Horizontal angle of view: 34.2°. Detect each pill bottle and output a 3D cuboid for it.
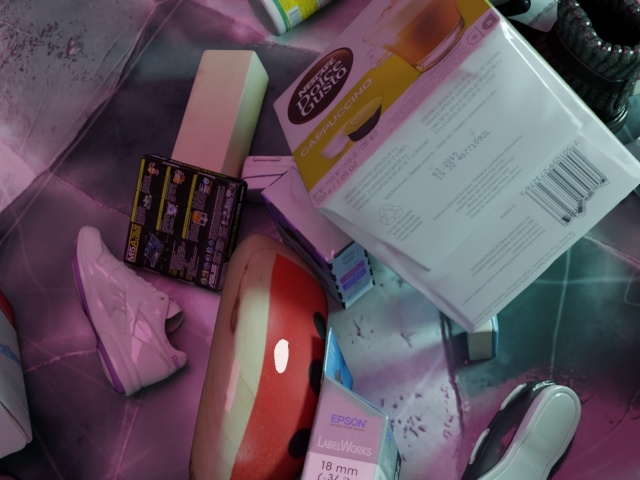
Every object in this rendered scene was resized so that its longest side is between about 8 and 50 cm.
[{"bbox_3d":[-0.028,-0.480,1.919,0.208,0.118,0.118,-35,64,-7],"label":"pill bottle"}]

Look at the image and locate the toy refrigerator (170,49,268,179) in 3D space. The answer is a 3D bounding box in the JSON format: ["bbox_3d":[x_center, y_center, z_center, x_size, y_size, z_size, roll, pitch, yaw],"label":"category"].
[{"bbox_3d":[-0.177,-0.196,1.824,0.102,0.094,0.270,4,65,19],"label":"toy refrigerator"}]

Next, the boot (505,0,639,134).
[{"bbox_3d":[0.373,-0.330,1.699,0.348,0.260,0.131,29,73,21],"label":"boot"}]

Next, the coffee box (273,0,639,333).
[{"bbox_3d":[0.183,-0.150,1.487,0.337,0.338,0.334,-44,31,15],"label":"coffee box"}]

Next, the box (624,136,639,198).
[{"bbox_3d":[0.669,-0.112,1.648,0.307,0.076,0.242,-27,63,-4],"label":"box"}]

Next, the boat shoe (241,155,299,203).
[{"bbox_3d":[-0.012,-0.117,1.755,0.258,0.095,0.084,-1,69,8],"label":"boat shoe"}]

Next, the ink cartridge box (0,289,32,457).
[{"bbox_3d":[-0.594,0.213,1.629,0.226,0.131,0.306,-24,43,-4],"label":"ink cartridge box"}]

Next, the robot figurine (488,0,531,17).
[{"bbox_3d":[0.286,-0.485,1.790,0.278,0.173,0.209,-11,97,23],"label":"robot figurine"}]

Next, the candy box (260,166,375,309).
[{"bbox_3d":[0.000,0.000,1.639,0.070,0.196,0.165,-40,64,-10],"label":"candy box"}]

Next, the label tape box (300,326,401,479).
[{"bbox_3d":[0.047,0.322,1.451,0.105,0.241,0.334,7,66,13],"label":"label tape box"}]

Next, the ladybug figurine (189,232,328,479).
[{"bbox_3d":[-0.083,0.194,1.509,0.161,0.305,0.449,11,52,-4],"label":"ladybug figurine"}]

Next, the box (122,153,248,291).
[{"bbox_3d":[-0.226,-0.030,1.723,0.184,0.045,0.191,17,104,19],"label":"box"}]

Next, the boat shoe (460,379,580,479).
[{"bbox_3d":[0.262,0.334,1.498,0.114,0.091,0.302,47,74,-20],"label":"boat shoe"}]

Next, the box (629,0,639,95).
[{"bbox_3d":[0.547,-0.372,1.706,0.126,0.232,0.149,-20,63,0],"label":"box"}]

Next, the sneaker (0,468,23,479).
[{"bbox_3d":[-0.535,0.366,1.620,0.188,0.078,0.067,28,72,20],"label":"sneaker"}]

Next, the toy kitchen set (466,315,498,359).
[{"bbox_3d":[0.297,0.059,1.602,0.166,0.122,0.207,-7,64,6],"label":"toy kitchen set"}]

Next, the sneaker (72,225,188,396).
[{"bbox_3d":[-0.313,0.104,1.708,0.152,0.114,0.305,-19,67,-15],"label":"sneaker"}]
